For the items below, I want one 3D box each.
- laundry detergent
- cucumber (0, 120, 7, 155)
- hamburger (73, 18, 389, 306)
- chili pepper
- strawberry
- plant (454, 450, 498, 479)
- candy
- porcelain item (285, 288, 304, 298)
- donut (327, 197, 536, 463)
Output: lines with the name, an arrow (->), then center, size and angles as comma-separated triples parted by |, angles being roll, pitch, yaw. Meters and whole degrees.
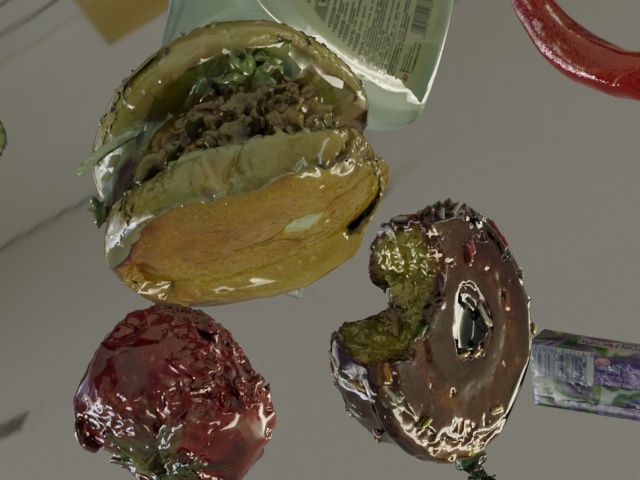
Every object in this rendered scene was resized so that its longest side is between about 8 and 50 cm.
laundry detergent -> -0.035, -0.196, 0.904 | 0.280, 0.215, 0.105 | 5, -170, -33
cucumber -> -0.461, -0.076, 1.535 | 0.072, 0.072, 0.300 | -49, -179, -32
hamburger -> -0.050, -0.044, 0.649 | 0.177, 0.185, 0.113 | -38, -123, 47
chili pepper -> 0.405, -0.308, 1.805 | 0.092, 0.368, 0.137 | -37, 156, -44
strawberry -> -0.181, 0.200, 1.559 | 0.274, 0.274, 0.220 | -20, -145, 31
plant -> 0.226, 0.332, 1.725 | 0.051, 0.102, 0.051 | -29, 171, -5
candy -> 0.398, 0.171, 1.398 | 0.312, 0.088, 0.061 | 7, -161, 35
porcelain item -> 0.000, 0.000, 0.786 | 0.083, 0.036, 0.028 | -53, -171, 13
donut -> 0.101, 0.083, 1.064 | 0.096, 0.216, 0.230 | -2, -107, 42
